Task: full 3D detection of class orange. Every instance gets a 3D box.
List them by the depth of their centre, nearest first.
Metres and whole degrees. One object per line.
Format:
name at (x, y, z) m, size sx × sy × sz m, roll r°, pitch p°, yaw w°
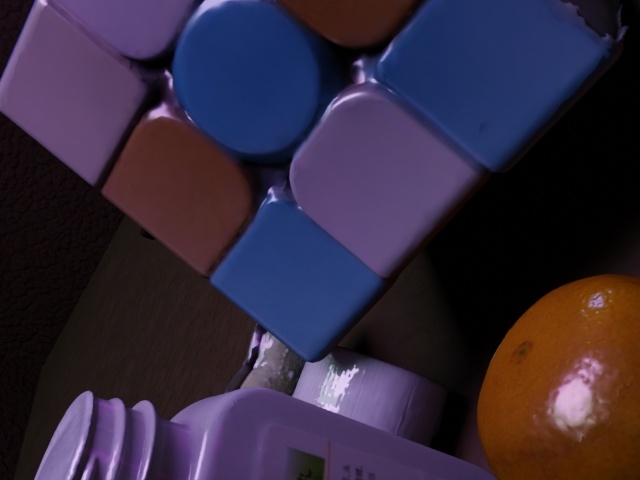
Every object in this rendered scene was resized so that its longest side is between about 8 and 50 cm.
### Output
orange at (0.168, 0.097, 0.460) m, size 0.156 × 0.124 × 0.156 m, roll -54°, pitch 7°, yaw 10°

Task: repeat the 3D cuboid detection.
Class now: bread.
bread at (-0.043, 0.162, 0.786) m, size 0.286 × 0.056 × 0.207 m, roll -59°, pitch -21°, yaw -55°

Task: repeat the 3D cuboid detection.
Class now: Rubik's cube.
Rubik's cube at (0.009, -0.177, 0.668) m, size 0.344 × 0.346 × 0.347 m, roll -49°, pitch 0°, yaw 31°

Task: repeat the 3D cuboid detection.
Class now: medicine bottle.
medicine bottle at (-0.021, 0.200, 0.505) m, size 0.124 × 0.324 × 0.179 m, roll -26°, pitch 45°, yaw 57°
medicine bottle at (0.011, 0.221, 0.662) m, size 0.144 × 0.144 × 0.252 m, roll 3°, pitch 72°, yaw 67°

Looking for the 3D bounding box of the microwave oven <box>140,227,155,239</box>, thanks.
microwave oven at (-0.183, -0.098, 1.385) m, size 0.188 × 0.178 × 0.247 m, roll -24°, pitch 46°, yaw 59°
